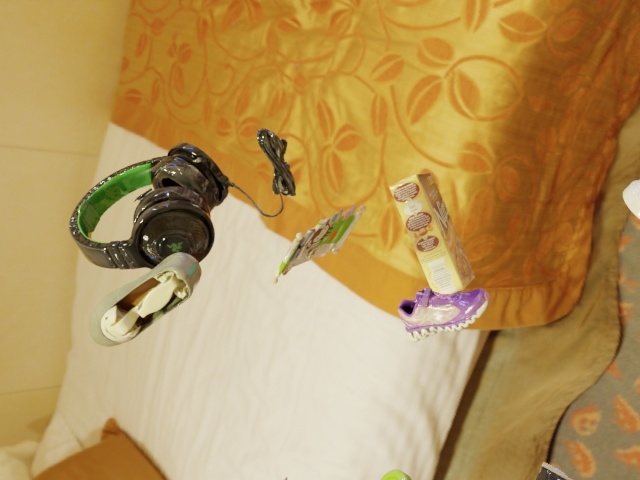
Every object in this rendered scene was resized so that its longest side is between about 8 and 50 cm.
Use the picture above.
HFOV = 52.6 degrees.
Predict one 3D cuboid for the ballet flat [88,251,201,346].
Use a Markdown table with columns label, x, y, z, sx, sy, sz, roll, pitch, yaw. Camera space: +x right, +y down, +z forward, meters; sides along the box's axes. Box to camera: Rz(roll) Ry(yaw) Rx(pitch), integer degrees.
| label | x | y | z | sx | sy | sz | roll | pitch | yaw |
| --- | --- | --- | --- | --- | --- | --- | --- | --- | --- |
| ballet flat | -0.253 | 0.093 | 0.891 | 0.213 | 0.072 | 0.068 | -37 | 19 | 18 |

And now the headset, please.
| label | x | y | z | sx | sy | sz | roll | pitch | yaw |
| --- | --- | --- | --- | --- | --- | --- | --- | --- | --- |
| headset | -0.235 | -0.081 | 1.066 | 0.394 | 0.185 | 0.243 | -6 | 42 | 12 |

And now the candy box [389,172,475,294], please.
| label | x | y | z | sx | sy | sz | roll | pitch | yaw |
| --- | --- | --- | --- | --- | --- | --- | --- | --- | --- |
| candy box | 0.299 | -0.019 | 1.712 | 0.087 | 0.183 | 0.316 | -22 | 88 | 23 |

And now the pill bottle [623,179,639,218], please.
| label | x | y | z | sx | sy | sz | roll | pitch | yaw |
| --- | --- | --- | --- | --- | --- | --- | --- | --- | --- |
| pill bottle | 0.799 | -0.153 | 1.399 | 0.264 | 0.153 | 0.153 | -55 | 52 | 41 |

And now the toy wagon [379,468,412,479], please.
| label | x | y | z | sx | sy | sz | roll | pitch | yaw |
| --- | --- | --- | --- | --- | --- | --- | --- | --- | --- |
| toy wagon | 0.248 | 0.434 | 0.929 | 0.344 | 0.267 | 0.068 | -4 | 52 | 52 |

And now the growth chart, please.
| label | x | y | z | sx | sy | sz | roll | pitch | yaw |
| --- | --- | --- | --- | --- | --- | --- | --- | --- | --- |
| growth chart | 0.000 | 0.000 | 1.437 | 0.021 | 0.237 | 0.172 | 46 | 132 | 20 |

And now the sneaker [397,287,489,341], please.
| label | x | y | z | sx | sy | sz | roll | pitch | yaw |
| --- | --- | --- | --- | --- | --- | --- | --- | --- | --- |
| sneaker | 0.271 | 0.152 | 1.484 | 0.236 | 0.095 | 0.104 | -26 | 104 | 38 |

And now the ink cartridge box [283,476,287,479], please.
| label | x | y | z | sx | sy | sz | roll | pitch | yaw |
| --- | --- | --- | --- | --- | --- | --- | --- | --- | --- |
| ink cartridge box | -0.140 | 0.440 | 0.910 | 0.056 | 0.225 | 0.181 | 29 | 136 | 30 |

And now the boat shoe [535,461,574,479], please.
| label | x | y | z | sx | sy | sz | roll | pitch | yaw |
| --- | --- | --- | --- | --- | --- | --- | --- | --- | --- |
| boat shoe | 0.628 | 0.636 | 1.590 | 0.079 | 0.084 | 0.233 | -54 | 32 | -9 |
